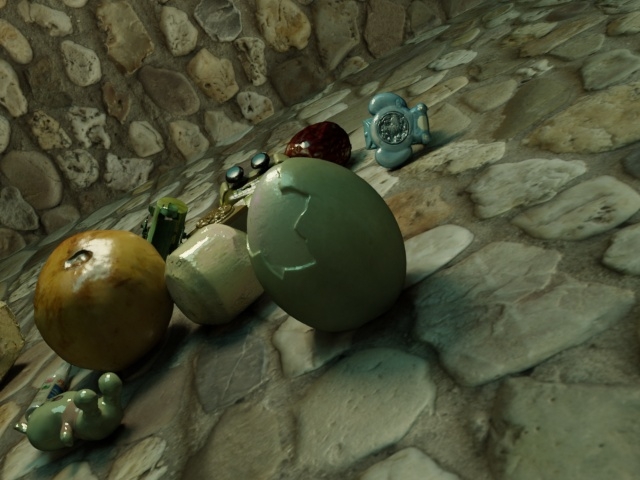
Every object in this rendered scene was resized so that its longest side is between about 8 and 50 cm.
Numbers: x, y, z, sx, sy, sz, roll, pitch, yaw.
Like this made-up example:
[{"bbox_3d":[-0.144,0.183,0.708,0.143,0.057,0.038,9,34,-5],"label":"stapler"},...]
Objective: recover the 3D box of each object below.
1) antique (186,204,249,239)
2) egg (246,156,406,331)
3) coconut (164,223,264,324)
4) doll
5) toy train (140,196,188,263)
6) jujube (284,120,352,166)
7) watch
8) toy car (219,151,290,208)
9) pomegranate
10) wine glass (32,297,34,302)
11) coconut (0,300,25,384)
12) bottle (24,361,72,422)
[{"bbox_3d":[-0.259,-0.011,1.955,0.146,0.148,0.151,-43,22,-32],"label":"antique"},{"bbox_3d":[0.000,0.000,1.314,0.278,0.336,0.278,-28,24,14],"label":"egg"},{"bbox_3d":[-0.228,0.068,1.628,0.234,0.224,0.224,-35,20,-25],"label":"coconut"},{"bbox_3d":[-0.496,0.360,1.433,0.274,0.113,0.155,-25,10,30],"label":"doll"},{"bbox_3d":[-0.455,0.017,1.993,0.126,0.308,0.189,11,25,-20],"label":"toy train"},{"bbox_3d":[-0.007,-0.279,2.224,0.183,0.184,0.243,-15,12,35],"label":"jujube"},{"bbox_3d":[0.218,-0.315,2.059,0.210,0.211,0.193,-26,2,7],"label":"watch"},{"bbox_3d":[-0.155,-0.112,2.064,0.247,0.204,0.198,-29,43,4],"label":"toy car"},{"bbox_3d":[-0.489,0.145,1.673,0.338,0.338,0.338,-25,20,10],"label":"pomegranate"},{"bbox_3d":[-0.629,0.209,1.827,0.111,0.205,0.111,-25,18,9],"label":"wine glass"},{"bbox_3d":[-0.996,0.301,1.975,0.254,0.297,0.297,-1,30,26],"label":"coconut"},{"bbox_3d":[-0.630,0.352,1.689,0.060,0.060,0.217,-26,21,8],"label":"bottle"}]
